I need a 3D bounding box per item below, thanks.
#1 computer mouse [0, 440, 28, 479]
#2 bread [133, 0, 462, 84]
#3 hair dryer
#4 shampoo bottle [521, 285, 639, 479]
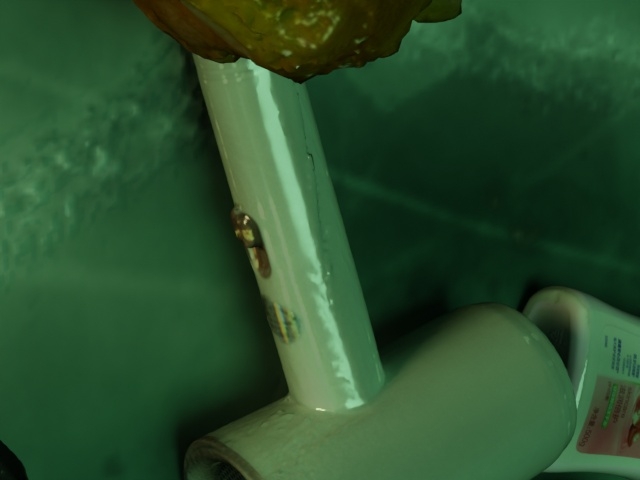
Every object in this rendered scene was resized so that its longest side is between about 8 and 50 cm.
[{"bbox_3d":[-0.167,0.077,0.494,0.192,0.062,0.106,15,98,-33],"label":"computer mouse"},{"bbox_3d":[0.045,-0.230,0.494,0.185,0.109,0.380,37,79,-24],"label":"bread"},{"bbox_3d":[0.000,0.000,0.595,0.131,0.073,0.236,-27,110,-27],"label":"hair dryer"},{"bbox_3d":[0.120,0.062,0.700,0.099,0.043,0.072,15,87,-37],"label":"shampoo bottle"}]
